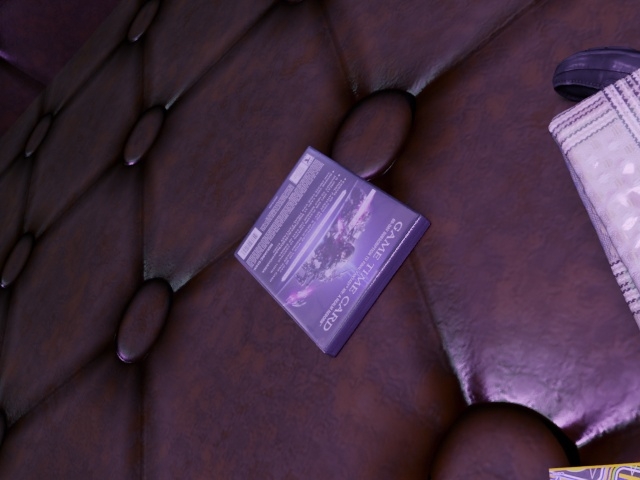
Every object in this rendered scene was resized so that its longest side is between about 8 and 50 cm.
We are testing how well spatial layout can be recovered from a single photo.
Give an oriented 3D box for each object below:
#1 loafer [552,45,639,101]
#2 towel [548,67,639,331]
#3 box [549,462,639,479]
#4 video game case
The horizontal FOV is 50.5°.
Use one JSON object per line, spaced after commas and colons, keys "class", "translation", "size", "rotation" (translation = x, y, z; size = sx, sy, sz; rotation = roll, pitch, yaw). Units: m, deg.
{"class": "loafer", "translation": [0.292, -0.130, 0.613], "size": [0.223, 0.076, 0.078], "rotation": [31, 104, 61]}
{"class": "towel", "translation": [0.334, -0.020, 0.399], "size": [0.312, 0.056, 0.324], "rotation": [-27, 63, 21]}
{"class": "box", "translation": [0.251, 0.186, 0.468], "size": [0.169, 0.054, 0.059], "rotation": [-20, 52, 37]}
{"class": "video game case", "translation": [0.000, 0.000, 0.885], "size": [0.196, 0.026, 0.274], "rotation": [-55, 39, 4]}
